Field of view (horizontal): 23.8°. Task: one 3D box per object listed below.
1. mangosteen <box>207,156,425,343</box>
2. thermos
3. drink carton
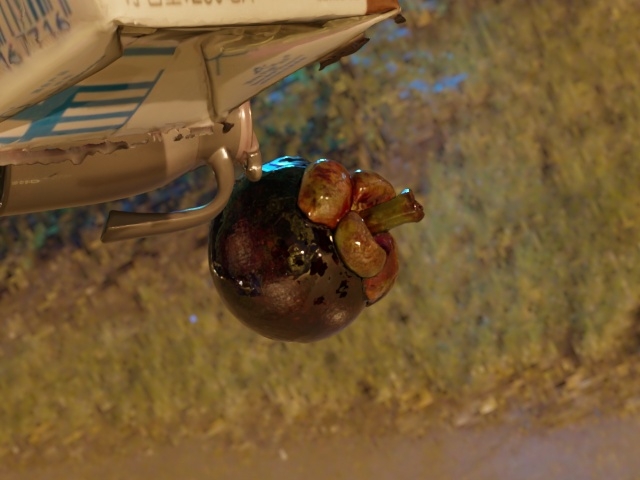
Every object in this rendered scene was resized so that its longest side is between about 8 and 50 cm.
[{"bbox_3d":[0.000,0.000,1.644,0.250,0.211,0.211,-19,19,28],"label":"mangosteen"},{"bbox_3d":[-0.135,-0.063,1.048,0.193,0.137,0.105,-6,-29,-27],"label":"thermos"},{"bbox_3d":[-0.116,-0.206,0.639,0.132,0.324,0.194,-27,-7,35],"label":"drink carton"}]
